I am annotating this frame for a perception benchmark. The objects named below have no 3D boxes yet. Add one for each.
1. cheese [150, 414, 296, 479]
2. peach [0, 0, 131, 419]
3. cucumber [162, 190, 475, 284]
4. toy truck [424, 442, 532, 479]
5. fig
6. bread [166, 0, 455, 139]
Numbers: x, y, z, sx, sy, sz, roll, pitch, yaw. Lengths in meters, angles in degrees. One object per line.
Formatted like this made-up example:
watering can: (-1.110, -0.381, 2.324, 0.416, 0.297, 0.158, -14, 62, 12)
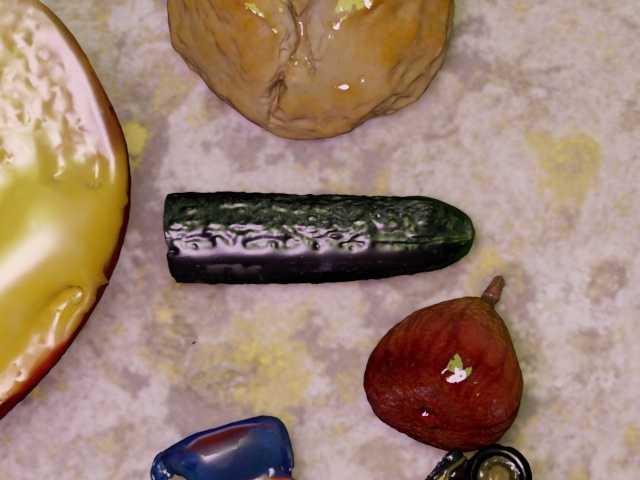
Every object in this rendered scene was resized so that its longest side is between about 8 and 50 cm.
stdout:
cheese: (-0.029, 0.292, 1.372, 0.217, 0.129, 0.329, -16, 75, -8)
peach: (-0.330, 0.006, 1.381, 0.380, 0.242, 0.306, -32, 100, -21)
cucumber: (0.000, -0.001, 1.469, 0.241, 0.074, 0.074, 0, 77, -1)
toy truck: (0.150, 0.274, 1.372, 0.127, 0.127, 0.257, -33, 77, -18)
fig: (0.108, 0.084, 1.430, 0.119, 0.119, 0.153, 31, 79, 6)
bread: (-0.004, -0.202, 1.486, 0.244, 0.134, 0.244, 0, 75, 2)
